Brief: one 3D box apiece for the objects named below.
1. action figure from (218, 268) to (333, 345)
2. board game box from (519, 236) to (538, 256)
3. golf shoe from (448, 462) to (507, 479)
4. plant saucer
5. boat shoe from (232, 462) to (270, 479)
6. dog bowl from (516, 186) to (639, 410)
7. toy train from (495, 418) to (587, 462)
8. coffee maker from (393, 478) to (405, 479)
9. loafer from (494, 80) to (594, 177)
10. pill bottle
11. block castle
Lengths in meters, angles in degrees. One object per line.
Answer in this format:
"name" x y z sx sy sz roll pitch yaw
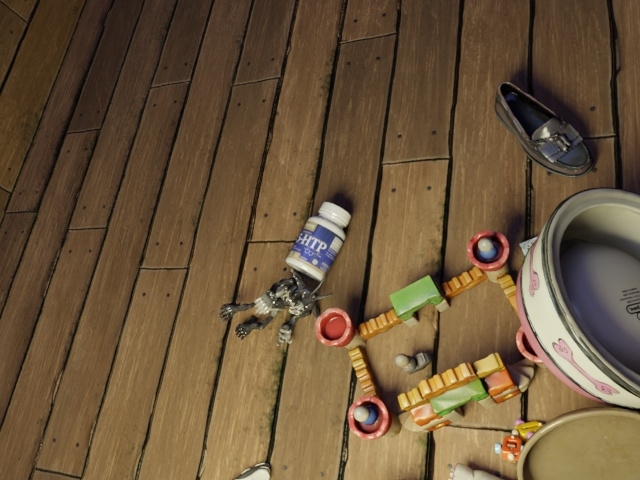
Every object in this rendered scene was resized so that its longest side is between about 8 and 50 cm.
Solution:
"action figure" -0.108 0.178 1.369 0.276 0.164 0.141 -21 23 22
"board game box" 0.503 0.030 1.216 0.090 0.020 0.090 -24 59 15
"golf shoe" 0.286 0.521 0.965 0.140 0.115 0.306 2 25 19
"plant saucer" 0.485 0.392 0.952 0.278 0.277 0.041 -17 21 18
"boat shoe" -0.171 0.562 1.293 0.125 0.038 0.046 -35 99 14
"dog bowl" 0.539 0.113 0.982 0.408 0.150 0.407 8 59 -14
"toy train" 0.422 0.395 1.046 0.167 0.125 0.046 -4 104 21
"coffee maker" 0.158 0.567 1.050 0.120 0.171 0.178 -49 53 18
"loafer" 0.515 -0.266 1.299 0.109 0.095 0.302 -38 57 6
"pill bottle" 0.000 0.000 1.421 0.112 0.112 0.186 22 79 32
"block castle" 0.238 0.208 1.150 0.454 0.213 0.302 -28 59 12
